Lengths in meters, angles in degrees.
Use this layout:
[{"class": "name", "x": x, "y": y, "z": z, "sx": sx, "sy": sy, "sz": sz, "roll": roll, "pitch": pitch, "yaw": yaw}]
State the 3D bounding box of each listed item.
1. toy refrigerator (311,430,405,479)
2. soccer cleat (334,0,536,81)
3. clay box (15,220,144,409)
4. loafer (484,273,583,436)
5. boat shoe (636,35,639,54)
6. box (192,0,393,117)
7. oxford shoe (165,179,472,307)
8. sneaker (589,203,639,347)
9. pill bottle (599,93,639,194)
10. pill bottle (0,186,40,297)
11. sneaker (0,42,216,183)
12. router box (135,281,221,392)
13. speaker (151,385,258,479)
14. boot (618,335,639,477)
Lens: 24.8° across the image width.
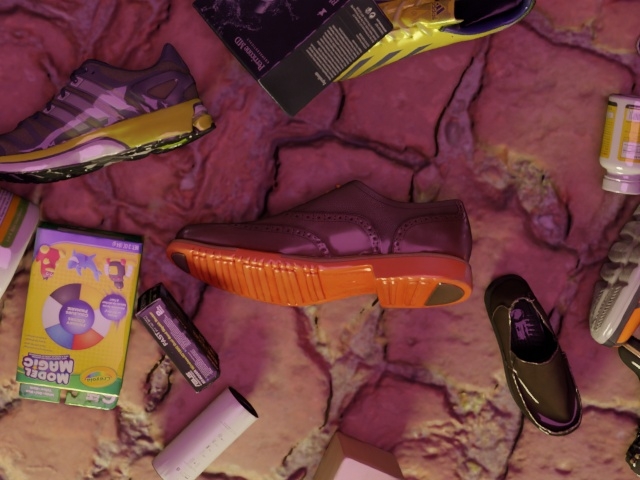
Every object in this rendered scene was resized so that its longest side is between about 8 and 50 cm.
[{"class": "toy refrigerator", "x": 0.008, "y": 0.385, "z": 1.803, "sx": 0.094, "sy": 0.102, "sz": 0.269, "roll": 24, "pitch": 97, "yaw": -9}, {"class": "soccer cleat", "x": 0.110, "y": -0.257, "z": 1.681, "sx": 0.289, "sy": 0.121, "sz": 0.093, "roll": -18, "pitch": 102, "yaw": -1}, {"class": "clay box", "x": -0.290, "y": 0.096, "z": 1.745, "sx": 0.127, "sy": 0.053, "sz": 0.222, "roll": 8, "pitch": 99, "yaw": -6}, {"class": "loafer", "x": 0.263, "y": 0.151, "z": 1.794, "sx": 0.080, "sy": 0.078, "sz": 0.220, "roll": -27, "pitch": 102, "yaw": 0}, {"class": "boat shoe", "x": 0.440, "y": -0.259, "z": 1.753, "sx": 0.125, "sy": 0.038, "sz": 0.046, "roll": -29, "pitch": 102, "yaw": 1}, {"class": "box", "x": -0.032, "y": -0.254, "z": 1.643, "sx": 0.158, "sy": 0.156, "sz": 0.093, "roll": -42, "pitch": 146, "yaw": 3}, {"class": "oxford shoe", "x": 0.000, "y": 0.000, "z": 1.741, "sx": 0.364, "sy": 0.130, "sz": 0.132, "roll": 4, "pitch": 68, "yaw": 1}, {"class": "sneaker", "x": 0.466, "y": 0.012, "z": 1.764, "sx": 0.180, "sy": 0.124, "sz": 0.321, "roll": 28, "pitch": 97, "yaw": -9}, {"class": "pill bottle", "x": 0.373, "y": -0.117, "z": 1.761, "sx": 0.065, "sy": 0.065, "sz": 0.116, "roll": 7, "pitch": 100, "yaw": -7}, {"class": "pill bottle", "x": -0.457, "y": -0.030, "z": 1.655, "sx": 0.246, "sy": 0.136, "sz": 0.136, "roll": 26, "pitch": 97, "yaw": -14}, {"class": "sneaker", "x": -0.278, "y": -0.142, "z": 1.688, "sx": 0.300, "sy": 0.111, "sz": 0.121, "roll": -14, "pitch": 85, "yaw": -4}, {"class": "router box", "x": -0.170, "y": 0.114, "z": 1.740, "sx": 0.038, "sy": 0.092, "sz": 0.122, "roll": -37, "pitch": 102, "yaw": 2}, {"class": "speaker", "x": -0.141, "y": 0.243, "z": 1.786, "sx": 0.136, "sy": 0.055, "sz": 0.055, "roll": -45, "pitch": 101, "yaw": 4}, {"class": "boot", "x": 0.412, "y": 0.224, "z": 1.828, "sx": 0.198, "sy": 0.077, "sz": 0.137, "roll": 44, "pitch": 99, "yaw": -10}]
